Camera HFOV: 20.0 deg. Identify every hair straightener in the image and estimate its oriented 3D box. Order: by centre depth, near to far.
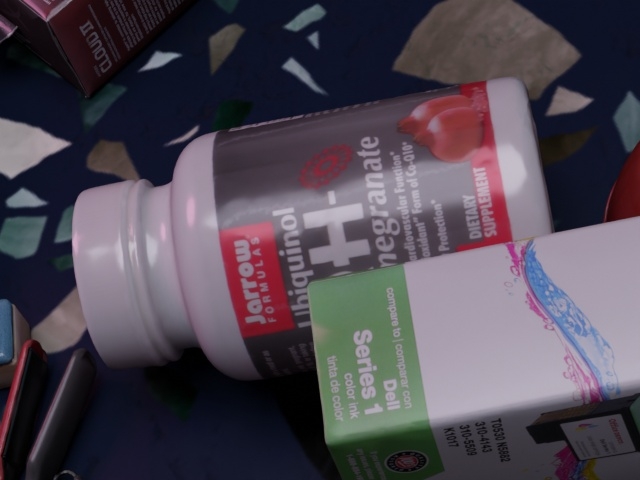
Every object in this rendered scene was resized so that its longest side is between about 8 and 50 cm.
[{"bbox_3d":[-0.194,0.180,1.268,0.089,0.047,0.230,6,61,17],"label":"hair straightener"}]

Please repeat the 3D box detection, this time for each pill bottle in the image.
[{"bbox_3d":[0.000,0.000,1.253,0.318,0.176,0.176,-11,58,7],"label":"pill bottle"}]

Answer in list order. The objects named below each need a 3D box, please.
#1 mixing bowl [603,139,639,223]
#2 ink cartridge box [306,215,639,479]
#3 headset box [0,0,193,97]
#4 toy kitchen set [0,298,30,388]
[{"bbox_3d":[0.282,-0.033,1.252,0.181,0.098,0.181,-6,59,10],"label":"mixing bowl"},{"bbox_3d":[0.149,0.093,1.146,0.278,0.201,0.117,-11,58,6],"label":"ink cartridge box"},{"bbox_3d":[-0.192,-0.274,1.501,0.218,0.110,0.293,37,74,29],"label":"headset box"},{"bbox_3d":[-0.281,0.120,1.254,0.122,0.166,0.207,-12,58,6],"label":"toy kitchen set"}]
